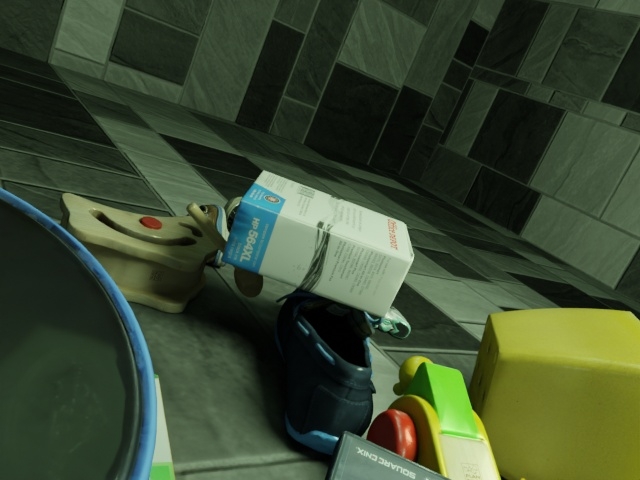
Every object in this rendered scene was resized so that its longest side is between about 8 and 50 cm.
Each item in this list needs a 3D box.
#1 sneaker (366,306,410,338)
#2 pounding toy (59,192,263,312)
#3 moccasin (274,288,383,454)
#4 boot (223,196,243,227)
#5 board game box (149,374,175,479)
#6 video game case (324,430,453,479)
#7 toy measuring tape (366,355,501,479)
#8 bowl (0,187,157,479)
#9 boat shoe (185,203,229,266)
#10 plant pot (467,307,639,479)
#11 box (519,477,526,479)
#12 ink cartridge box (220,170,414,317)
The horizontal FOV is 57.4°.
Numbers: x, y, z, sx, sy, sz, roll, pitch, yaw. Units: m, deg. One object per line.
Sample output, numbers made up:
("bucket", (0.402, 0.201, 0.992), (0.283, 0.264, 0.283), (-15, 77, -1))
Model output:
("sneaker", (0.104, 0.126, 0.991), (0.098, 0.038, 0.069), (32, 13, -5))
("pounding toy", (-0.204, -0.011, 0.770), (0.270, 0.154, 0.154), (18, 20, -18))
("moccasin", (0.024, 0.122, 0.722), (0.138, 0.116, 0.342), (19, 15, -15))
("boot", (-0.056, -0.017, 1.155), (0.237, 0.085, 0.179), (-1, 30, -43))
("board game box", (-0.176, 0.167, 0.443), (0.124, 0.039, 0.259), (16, 14, -27))
("video game case", (0.069, 0.259, 0.344), (0.196, 0.026, 0.274), (24, 32, 3))
("toy measuring tape", (0.106, 0.248, 0.512), (0.122, 0.121, 0.330), (18, 38, -20))
("bowl", (-0.268, 0.080, 0.286), (0.391, 0.077, 0.391), (25, 32, -17))
("boat shoe", (-0.198, -0.021, 0.988), (0.066, 0.066, 0.183), (15, 17, -25))
("plant pot", (0.292, 0.198, 0.732), (0.187, 0.212, 0.212), (12, 13, 9))
("box", (0.244, 0.306, 0.591), (0.136, 0.028, 0.081), (31, 17, 34))
("ink cartridge box", (0.000, 0.000, 0.717), (0.203, 0.085, 0.148), (21, 19, -2))
